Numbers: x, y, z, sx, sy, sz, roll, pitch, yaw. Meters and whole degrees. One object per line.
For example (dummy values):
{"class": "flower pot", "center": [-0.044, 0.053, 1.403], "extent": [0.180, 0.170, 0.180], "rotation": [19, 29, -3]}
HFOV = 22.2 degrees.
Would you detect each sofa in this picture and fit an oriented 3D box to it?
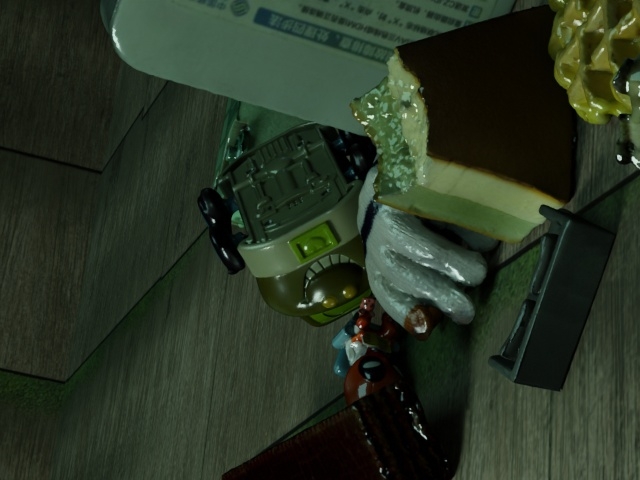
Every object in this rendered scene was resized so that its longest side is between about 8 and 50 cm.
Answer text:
{"class": "sofa", "center": [0.184, 0.045, 1.378], "extent": [0.085, 0.060, 0.147], "rotation": [-138, 64, -70]}

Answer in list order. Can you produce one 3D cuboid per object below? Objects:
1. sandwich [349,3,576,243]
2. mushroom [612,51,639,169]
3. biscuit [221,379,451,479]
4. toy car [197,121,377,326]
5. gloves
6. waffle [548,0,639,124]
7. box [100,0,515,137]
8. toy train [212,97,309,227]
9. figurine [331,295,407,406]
{"class": "sandwich", "center": [0.130, -0.130, 1.483], "extent": [0.108, 0.186, 0.220], "rotation": [-44, 34, 53]}
{"class": "mushroom", "center": [0.294, -0.141, 1.060], "extent": [0.189, 0.164, 0.267], "rotation": [-58, -29, -33]}
{"class": "biscuit", "center": [0.007, 0.239, 1.654], "extent": [0.107, 0.073, 0.388], "rotation": [65, 151, 8]}
{"class": "toy car", "center": [0.000, 0.000, 1.774], "extent": [0.204, 0.198, 0.248], "rotation": [-28, 27, 2]}
{"class": "gloves", "center": [0.092, -0.005, 1.592], "extent": [0.140, 0.131, 0.218], "rotation": [125, 162, -51]}
{"class": "waffle", "center": [0.273, -0.240, 1.351], "extent": [0.329, 0.062, 0.329], "rotation": [-164, 90, -71]}
{"class": "box", "center": [0.018, -0.310, 1.621], "extent": [0.111, 0.396, 0.396], "rotation": [-112, 42, -59]}
{"class": "toy train", "center": [-0.062, -0.162, 2.163], "extent": [0.159, 0.129, 0.326], "rotation": [133, 147, -65]}
{"class": "figurine", "center": [0.051, 0.134, 1.681], "extent": [0.075, 0.068, 0.140], "rotation": [-52, 27, 43]}
